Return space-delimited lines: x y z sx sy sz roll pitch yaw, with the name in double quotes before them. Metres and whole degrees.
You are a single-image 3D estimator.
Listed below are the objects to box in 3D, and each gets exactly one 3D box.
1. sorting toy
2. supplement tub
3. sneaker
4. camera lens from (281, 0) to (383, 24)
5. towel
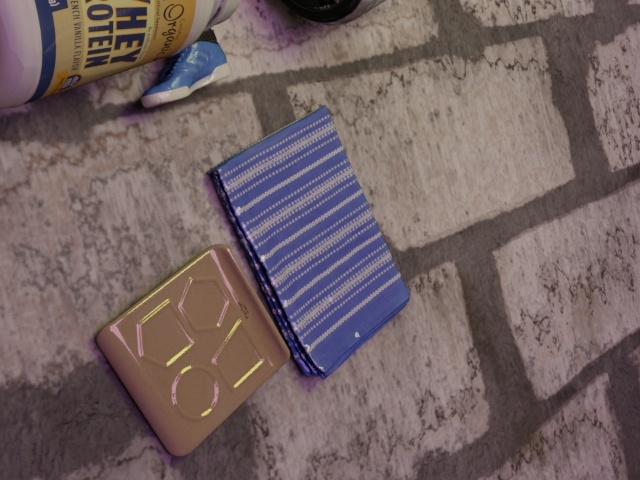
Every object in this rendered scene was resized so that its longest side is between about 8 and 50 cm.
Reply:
"sorting toy" -0.156 0.135 1.086 0.208 0.038 0.193 -39 109 -32
"supplement tub" -0.257 -0.291 0.928 0.316 0.228 0.228 -31 104 -38
"sneaker" -0.182 -0.228 1.093 0.152 0.058 0.084 -36 113 -42
"camera lens" 0.056 -0.448 1.220 0.274 0.219 0.219 -40 109 -36
"towel" 0.000 0.000 1.231 0.243 0.040 0.336 -35 106 -38
